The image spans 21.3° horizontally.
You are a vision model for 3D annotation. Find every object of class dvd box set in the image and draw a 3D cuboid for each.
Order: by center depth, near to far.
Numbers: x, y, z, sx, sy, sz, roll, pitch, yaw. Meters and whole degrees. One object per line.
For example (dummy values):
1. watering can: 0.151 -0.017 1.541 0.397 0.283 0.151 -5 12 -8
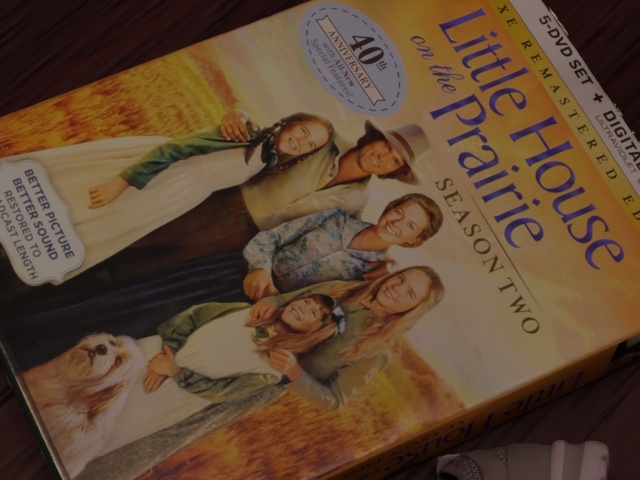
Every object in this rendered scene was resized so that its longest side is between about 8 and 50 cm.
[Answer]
1. dvd box set: 0.000 0.000 1.060 0.420 0.062 0.308 -22 66 -15

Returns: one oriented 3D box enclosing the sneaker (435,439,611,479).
1. sneaker: 0.087 0.212 0.910 0.115 0.105 0.281 3 29 15
